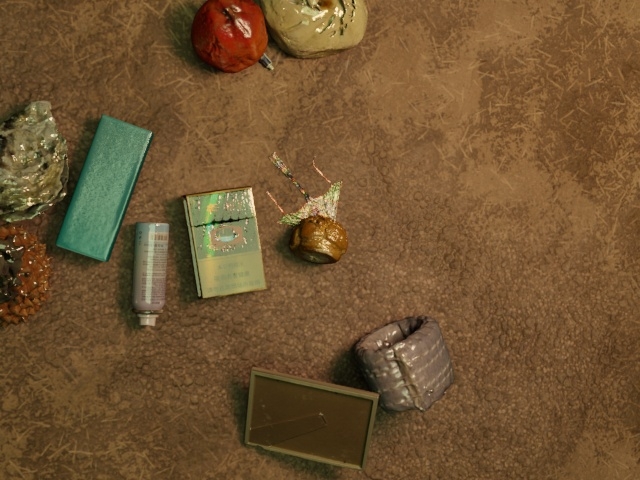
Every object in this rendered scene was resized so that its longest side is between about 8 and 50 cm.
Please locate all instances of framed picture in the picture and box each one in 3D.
[{"bbox_3d":[-0.026,0.407,1.516,0.289,0.020,0.211,10,112,7],"label":"framed picture"}]

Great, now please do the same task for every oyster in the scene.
[{"bbox_3d":[-0.615,-0.163,1.369,0.198,0.112,0.268,-17,63,-16],"label":"oyster"}]

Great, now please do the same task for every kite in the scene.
[{"bbox_3d":[-0.035,-0.113,1.598,0.198,0.006,0.244,-37,99,-10],"label":"kite"}]

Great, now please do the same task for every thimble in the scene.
[{"bbox_3d":[0.198,0.286,1.550,0.205,0.236,0.172,-22,93,12],"label":"thimble"}]

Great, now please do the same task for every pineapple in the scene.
[{"bbox_3d":[-0.630,0.071,1.278,0.223,0.357,0.223,0,90,-17],"label":"pineapple"}]

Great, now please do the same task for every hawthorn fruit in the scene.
[{"bbox_3d":[-0.194,-0.450,1.468,0.173,0.179,0.173,-3,95,-39],"label":"hawthorn fruit"}]

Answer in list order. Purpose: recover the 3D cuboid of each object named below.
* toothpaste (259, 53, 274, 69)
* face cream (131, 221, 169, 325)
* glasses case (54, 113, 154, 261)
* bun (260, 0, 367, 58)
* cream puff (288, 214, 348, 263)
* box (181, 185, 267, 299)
[{"bbox_3d":[-0.138,-0.429,1.560,0.027,0.019,0.083,-41,96,7],"label":"toothpaste"},{"bbox_3d":[-0.377,0.074,1.484,0.075,0.075,0.229,4,90,-14],"label":"face cream"},{"bbox_3d":[-0.467,-0.113,1.465,0.117,0.070,0.301,20,88,-7],"label":"glasses case"},{"bbox_3d":[-0.009,-0.544,1.522,0.259,0.152,0.259,-1,94,-13],"label":"bun"},{"bbox_3d":[-0.001,-0.004,1.544,0.126,0.144,0.103,27,70,-34],"label":"cream puff"},{"bbox_3d":[-0.218,0.005,1.524,0.159,0.071,0.240,-10,93,-11],"label":"box"}]
